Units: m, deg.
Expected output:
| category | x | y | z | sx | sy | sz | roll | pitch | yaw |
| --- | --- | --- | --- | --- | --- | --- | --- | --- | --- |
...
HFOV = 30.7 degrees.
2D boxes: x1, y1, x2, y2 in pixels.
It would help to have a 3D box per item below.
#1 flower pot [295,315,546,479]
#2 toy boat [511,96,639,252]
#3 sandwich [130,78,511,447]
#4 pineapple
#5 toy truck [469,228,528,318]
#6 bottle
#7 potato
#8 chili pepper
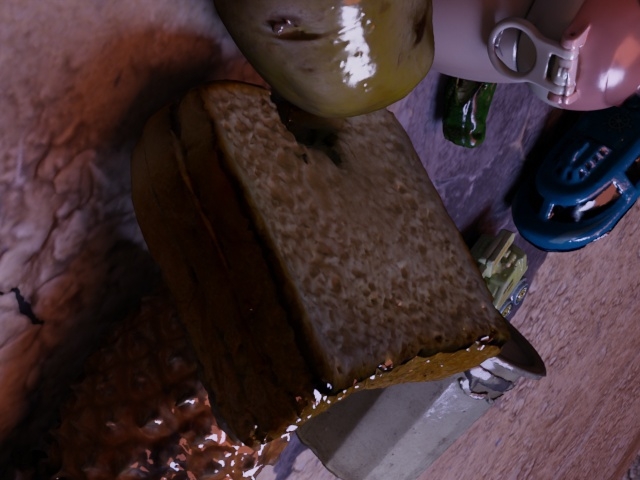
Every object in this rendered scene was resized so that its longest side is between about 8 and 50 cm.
| category | x | y | z | sx | sy | sz | roll | pitch | yaw |
| --- | --- | --- | --- | --- | --- | --- | --- | --- | --- |
| flower pot | 0.088 | 0.139 | 1.170 | 0.203 | 0.212 | 0.212 | -56 | 153 | 15 |
| toy boat | 0.337 | -0.118 | 1.375 | 0.299 | 0.134 | 0.092 | -45 | 138 | -17 |
| sandwich | -0.001 | 0.001 | 0.848 | 0.095 | 0.249 | 0.273 | -31 | 167 | 33 |
| pineapple | -0.170 | 0.190 | 0.858 | 0.340 | 0.169 | 0.169 | -46 | 150 | -7 |
| toy truck | 0.173 | 0.058 | 1.335 | 0.169 | 0.077 | 0.100 | -42 | 150 | -26 |
| bottle | 0.161 | -0.182 | 0.916 | 0.147 | 0.236 | 0.147 | -39 | 146 | -34 |
| potato | 0.007 | -0.170 | 0.788 | 0.154 | 0.137 | 0.200 | -52 | 150 | -15 |
| chili pepper | 0.166 | -0.178 | 1.128 | 0.182 | 0.050 | 0.073 | -60 | 145 | -3 |
